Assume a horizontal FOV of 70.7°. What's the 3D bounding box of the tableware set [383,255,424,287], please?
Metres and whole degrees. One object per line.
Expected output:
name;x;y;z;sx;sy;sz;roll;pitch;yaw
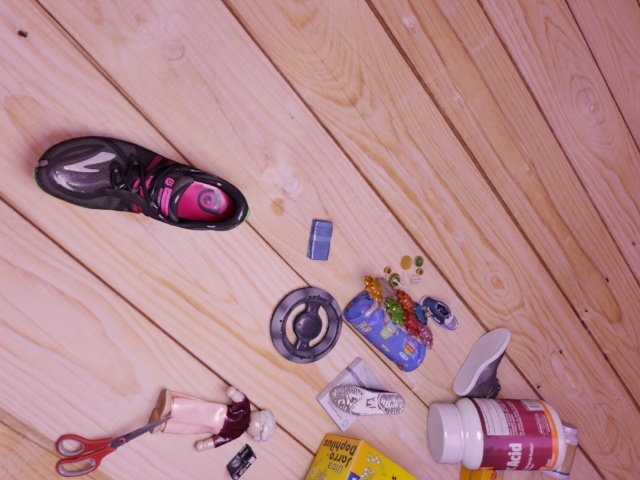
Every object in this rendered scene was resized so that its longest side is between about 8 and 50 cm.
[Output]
tableware set;0.276;0.102;1.482;0.154;0.024;0.104;-3;96;-24

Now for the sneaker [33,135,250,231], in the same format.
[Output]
sneaker;-0.386;-0.131;1.050;0.483;0.202;0.185;9;91;-26

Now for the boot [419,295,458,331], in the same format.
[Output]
boot;0.420;0.259;1.530;0.190;0.086;0.069;36;80;-23

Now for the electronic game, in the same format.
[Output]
electronic game;-0.038;0.252;1.335;0.229;0.048;0.229;-2;96;-24

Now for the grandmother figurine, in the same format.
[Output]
grandmother figurine;-0.270;0.482;1.229;0.342;0.104;0.207;22;113;-28

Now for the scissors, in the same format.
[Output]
scissors;-0.502;0.506;1.112;0.297;0.021;0.109;-10;95;-5

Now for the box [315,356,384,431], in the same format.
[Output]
box;0.096;0.485;1.428;0.186;0.038;0.145;-39;109;-16

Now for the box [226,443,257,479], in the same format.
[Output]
box;-0.223;0.626;1.276;0.083;0.067;0.018;-45;112;-14

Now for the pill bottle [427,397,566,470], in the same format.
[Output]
pill bottle;0.576;0.647;1.514;0.392;0.224;0.224;2;95;-3

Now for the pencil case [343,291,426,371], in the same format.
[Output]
pencil case;0.212;0.284;1.416;0.133;0.119;0.306;-46;112;1

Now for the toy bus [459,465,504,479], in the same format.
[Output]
toy bus;0.588;0.892;1.658;0.130;0.108;0.332;8;92;-26

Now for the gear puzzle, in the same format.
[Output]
gear puzzle;0.244;0.194;1.383;0.044;0.175;0.339;-35;125;26

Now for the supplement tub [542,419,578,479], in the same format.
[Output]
supplement tub;0.930;0.818;1.791;0.144;0.144;0.199;19;87;-25

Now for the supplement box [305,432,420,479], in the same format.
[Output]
supplement box;0.154;0.764;1.355;0.356;0.194;0.195;41;58;-18

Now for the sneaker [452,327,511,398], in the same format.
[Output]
sneaker;0.612;0.461;1.636;0.147;0.104;0.295;40;84;-25

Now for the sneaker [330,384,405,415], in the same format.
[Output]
sneaker;0.140;0.494;1.389;0.222;0.118;0.083;8;75;2

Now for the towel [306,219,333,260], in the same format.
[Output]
towel;0.000;0.000;1.339;0.067;0.029;0.119;8;91;-25
